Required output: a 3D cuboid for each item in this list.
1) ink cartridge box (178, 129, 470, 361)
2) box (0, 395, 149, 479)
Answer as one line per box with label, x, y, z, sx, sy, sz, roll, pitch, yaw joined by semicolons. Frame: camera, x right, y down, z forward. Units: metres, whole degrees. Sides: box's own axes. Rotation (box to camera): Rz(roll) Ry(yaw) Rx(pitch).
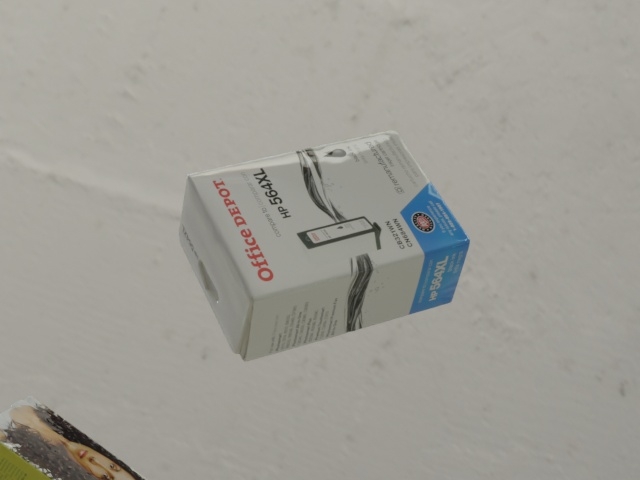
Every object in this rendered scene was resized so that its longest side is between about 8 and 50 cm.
ink cartridge box;0.000;0.000;1.121;0.203;0.086;0.148;-14;-127;-23
box;-0.110;0.187;0.783;0.232;0.087;0.058;35;-79;4
